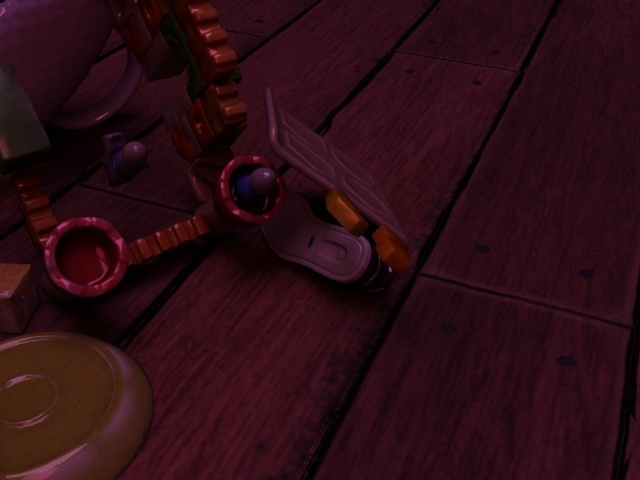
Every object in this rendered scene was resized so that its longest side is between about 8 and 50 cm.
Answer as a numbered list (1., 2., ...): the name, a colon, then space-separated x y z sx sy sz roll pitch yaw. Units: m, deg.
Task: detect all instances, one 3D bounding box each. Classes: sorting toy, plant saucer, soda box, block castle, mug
1. sorting toy: 0.015 -0.068 0.899 0.229 0.041 0.307 38 16 -20
2. plant saucer: -0.288 0.166 0.724 0.240 0.037 0.241 0 36 0
3. soda box: -0.424 0.063 0.847 0.181 0.058 0.061 3 37 4
4. block castle: -0.252 -0.178 0.853 0.303 0.453 0.213 -24 -2 -31
5. mug: -0.435 -0.310 1.117 0.328 0.374 0.276 -46 50 5

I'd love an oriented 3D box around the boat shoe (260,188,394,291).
1. boat shoe: 0.000 0.000 0.938 0.079 0.084 0.233 21 8 -43
